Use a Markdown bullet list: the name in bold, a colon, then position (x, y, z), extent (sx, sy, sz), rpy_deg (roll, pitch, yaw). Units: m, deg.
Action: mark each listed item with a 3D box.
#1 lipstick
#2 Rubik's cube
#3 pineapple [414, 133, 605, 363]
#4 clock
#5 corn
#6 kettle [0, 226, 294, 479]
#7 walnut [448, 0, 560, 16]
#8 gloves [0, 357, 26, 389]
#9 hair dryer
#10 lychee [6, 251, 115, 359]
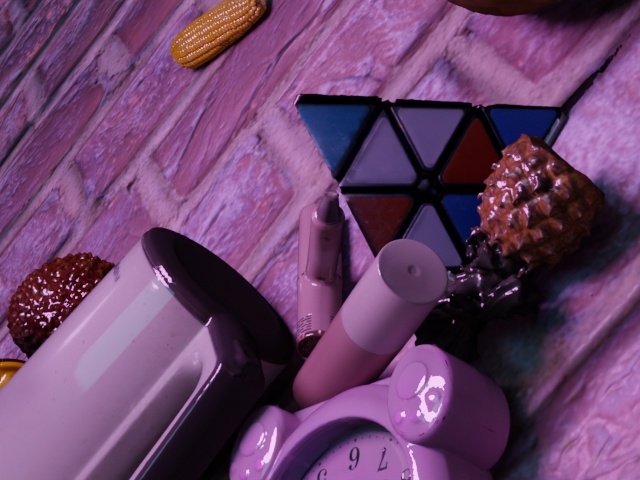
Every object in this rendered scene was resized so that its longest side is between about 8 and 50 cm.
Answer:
- **lipstick**: position (0.042, 0.094, 1.069), extent (0.254, 0.070, 0.070), rpy_deg (120, 159, -52)
- **Rubik's cube**: position (0.150, -0.086, 1.186), extent (0.234, 0.284, 0.250), rpy_deg (-27, 7, 11)
- **pineapple**: position (0.164, 0.021, 1.044), extent (0.237, 0.111, 0.119), rpy_deg (-56, -9, 15)
- **clock**: position (0.037, 0.277, 0.988), extent (0.295, 0.113, 0.322), rpy_deg (-26, 46, 38)
- **corn**: position (-0.167, -0.339, 1.786), extent (0.206, 0.067, 0.067), rpy_deg (-29, 43, 37)
- **kettle**: position (-0.218, 0.207, 1.235), extent (0.376, 0.250, 0.361), rpy_deg (-49, 20, 9)
- **walnut**: position (0.192, -0.390, 1.163), extent (0.333, 0.333, 0.333), rpy_deg (-32, 41, 34)
- **gloves**: position (-0.456, 0.322, 1.608), extent (0.133, 0.116, 0.294), rpy_deg (-45, 41, 31)
- **hair dryer**: position (0.000, -0.011, 1.211), extent (0.220, 0.054, 0.195), rpy_deg (91, 179, -49)
- **lychee**: position (-0.347, 0.101, 1.568), extent (0.188, 0.188, 0.188), rpy_deg (-32, 41, 34)
